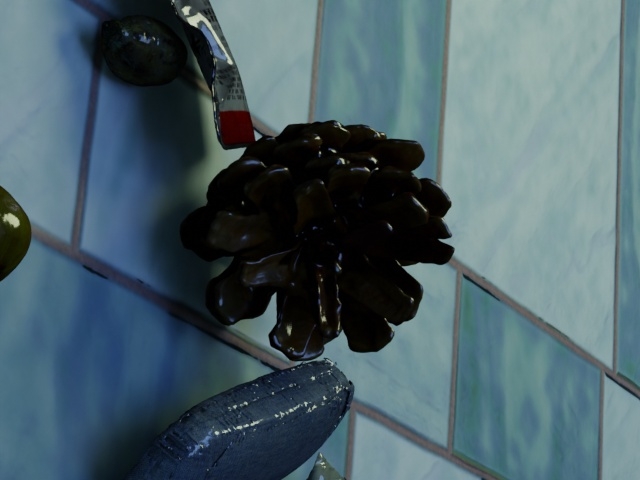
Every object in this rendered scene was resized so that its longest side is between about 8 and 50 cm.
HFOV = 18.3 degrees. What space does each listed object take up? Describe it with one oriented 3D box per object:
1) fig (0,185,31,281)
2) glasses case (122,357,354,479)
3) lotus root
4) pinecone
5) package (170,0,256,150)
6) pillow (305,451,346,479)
[{"bbox_3d":[-0.241,-0.016,1.362,0.084,0.082,0.098,6,57,-23],"label":"fig"},{"bbox_3d":[-0.062,0.162,1.579,0.067,0.109,0.282,42,26,19],"label":"glasses case"},{"bbox_3d":[-0.142,-0.150,1.573,0.099,0.054,0.049,21,41,-61],"label":"lotus root"},{"bbox_3d":[0.002,0.001,1.618,0.229,0.201,0.202,-7,116,-34],"label":"pinecone"},{"bbox_3d":[-0.099,-0.187,1.617,0.154,0.030,0.239,-23,92,-79],"label":"package"},{"bbox_3d":[0.026,0.289,1.741,0.230,0.050,0.148,39,63,-49],"label":"pillow"}]
